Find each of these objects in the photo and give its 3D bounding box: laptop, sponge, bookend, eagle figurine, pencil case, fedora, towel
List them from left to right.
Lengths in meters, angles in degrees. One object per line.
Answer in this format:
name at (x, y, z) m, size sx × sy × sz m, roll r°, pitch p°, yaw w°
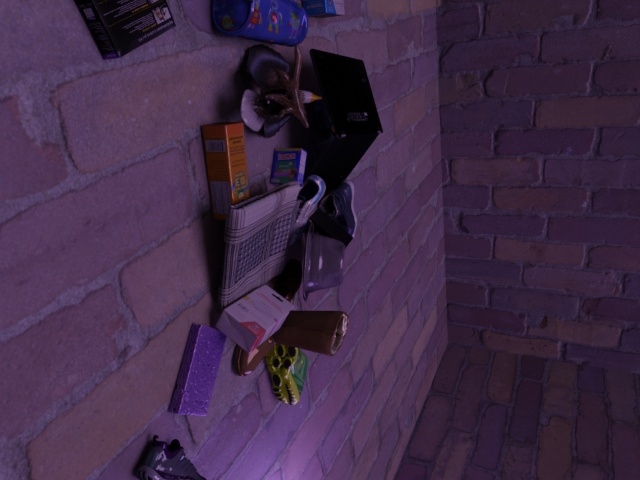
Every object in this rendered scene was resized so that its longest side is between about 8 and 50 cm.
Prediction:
sponge at (-0.295, 0.318, 1.201) m, size 0.117 × 0.031 × 0.210 m, roll 40°, pitch 58°, yaw -59°
pencil case at (-0.147, -0.577, 1.255) m, size 0.306 × 0.119 × 0.133 m, roll -28°, pitch 127°, yaw -60°
towel at (-0.152, 0.010, 1.311) m, size 0.324 × 0.056 × 0.312 m, roll -36°, pitch 143°, yaw -56°
eagle figurine at (-0.109, -0.383, 1.301) m, size 0.225 × 0.298 × 0.226 m, roll 28°, pitch 98°, yaw -31°
bookend at (0.000, 0.000, 1.663) m, size 0.157 × 0.156 × 0.072 m, roll 42°, pitch 41°, yaw -1°
fedora at (0.011, 0.069, 1.513) m, size 0.275 × 0.124 × 0.244 m, roll 111°, pitch -17°, yaw -81°
laptop at (0.025, -0.372, 1.623) m, size 0.382 × 0.236 × 0.408 m, roll -27°, pitch 102°, yaw -60°

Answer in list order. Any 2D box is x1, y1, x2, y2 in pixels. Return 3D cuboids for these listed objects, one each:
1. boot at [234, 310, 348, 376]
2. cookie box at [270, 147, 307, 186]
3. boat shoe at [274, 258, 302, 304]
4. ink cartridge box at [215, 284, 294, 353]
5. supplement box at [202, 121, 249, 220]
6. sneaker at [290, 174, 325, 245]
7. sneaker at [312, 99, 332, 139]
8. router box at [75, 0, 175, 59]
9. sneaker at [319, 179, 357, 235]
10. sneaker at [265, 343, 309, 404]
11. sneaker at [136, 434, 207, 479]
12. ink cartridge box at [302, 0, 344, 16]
boot at (-0.083, 0.280, 1.347) m, size 0.089 × 0.269 × 0.236 m, roll 59°, pitch 43°, yaw -48°
cookie box at (-0.094, -0.216, 1.446) m, size 0.040 × 0.091 × 0.107 m, roll 22°, pitch 74°, yaw -65°
boat shoe at (-0.103, 0.138, 1.512) m, size 0.060 × 0.064 × 0.178 m, roll 43°, pitch 58°, yaw -59°
ink cartridge box at (-0.165, 0.200, 1.293) m, size 0.198 × 0.115 × 0.067 m, roll -30°, pitch 152°, yaw -59°
supplement box at (-0.228, -0.169, 1.207) m, size 0.078 × 0.080 × 0.233 m, roll -32°, pitch 125°, yaw -57°
sneaker at (-0.067, -0.092, 1.478) m, size 0.237 × 0.085 × 0.086 m, roll -61°, pitch 152°, yaw 3°
sneaker at (0.012, -0.410, 1.657) m, size 0.073 × 0.063 × 0.162 m, roll -64°, pitch 146°, yaw -30°
router box at (-0.366, -0.442, 0.929) m, size 0.179 × 0.046 × 0.133 m, roll -57°, pitch 142°, yaw -42°
sneaker at (0.063, -0.089, 1.782) m, size 0.163 × 0.086 × 0.226 m, roll -44°, pitch 135°, yaw -48°
sneaker at (-0.101, 0.371, 1.524) m, size 0.123 × 0.109 × 0.296 m, roll -56°, pitch 151°, yaw -56°
sneaker at (-0.320, 0.519, 1.134) m, size 0.224 × 0.083 × 0.098 m, roll 54°, pitch 42°, yaw -51°
ink cartridge box at (0.005, -0.821, 1.552) m, size 0.148 × 0.086 × 0.203 m, roll -38°, pitch 127°, yaw -55°
